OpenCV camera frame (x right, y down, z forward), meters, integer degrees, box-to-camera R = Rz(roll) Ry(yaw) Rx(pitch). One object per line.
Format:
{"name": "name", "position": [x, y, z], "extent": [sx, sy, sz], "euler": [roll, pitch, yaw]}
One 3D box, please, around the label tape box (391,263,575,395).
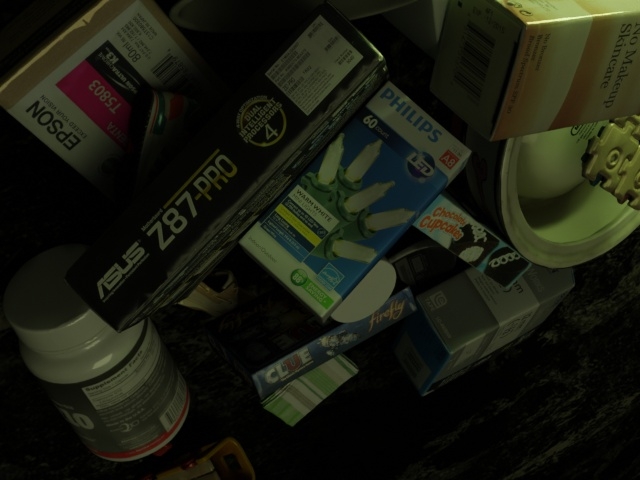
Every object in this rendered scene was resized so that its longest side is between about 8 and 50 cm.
{"name": "label tape box", "position": [0.302, 0.102, 1.693], "extent": [0.347, 0.115, 0.249], "euler": [-24, 161, -15]}

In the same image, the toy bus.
{"name": "toy bus", "position": [-0.200, 0.381, 1.631], "extent": [0.104, 0.202, 0.191], "euler": [-33, 142, -57]}

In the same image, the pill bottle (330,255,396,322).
{"name": "pill bottle", "position": [0.000, 0.000, 1.358], "extent": [0.121, 0.221, 0.121], "euler": [-20, 135, -21]}

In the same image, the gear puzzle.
{"name": "gear puzzle", "position": [0.458, -0.217, 1.406], "extent": [0.175, 0.044, 0.339], "euler": [23, 97, -42]}

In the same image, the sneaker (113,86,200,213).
{"name": "sneaker", "position": [-0.176, -0.090, 1.142], "extent": [0.075, 0.057, 0.161], "euler": [0, 123, -31]}

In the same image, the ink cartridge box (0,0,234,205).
{"name": "ink cartridge box", "position": [-0.229, -0.172, 1.141], "extent": [0.193, 0.088, 0.235], "euler": [-42, 140, 1]}

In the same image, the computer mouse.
{"name": "computer mouse", "position": [0.073, 0.051, 1.581], "extent": [0.272, 0.072, 0.188], "euler": [-22, 136, -4]}

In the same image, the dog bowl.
{"name": "dog bowl", "position": [0.357, -0.173, 1.480], "extent": [0.408, 0.150, 0.408], "euler": [-19, 126, -29]}

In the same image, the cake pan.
{"name": "cake pan", "position": [-0.012, -0.270, 1.060], "extent": [0.293, 0.293, 0.054], "euler": [-9, 92, -30]}

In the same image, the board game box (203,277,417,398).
{"name": "board game box", "position": [-0.016, 0.104, 1.395], "extent": [0.243, 0.165, 0.042], "euler": [-28, 119, -19]}

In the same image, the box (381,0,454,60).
{"name": "box", "position": [0.228, -0.398, 1.217], "extent": [0.345, 0.168, 0.215], "euler": [-27, 137, -13]}

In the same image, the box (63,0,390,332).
{"name": "box", "position": [-0.085, -0.080, 1.188], "extent": [0.395, 0.097, 0.318], "euler": [-46, 177, 8]}

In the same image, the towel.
{"name": "towel", "position": [-0.015, 0.241, 1.711], "extent": [0.152, 0.023, 0.113], "euler": [-42, 138, 3]}

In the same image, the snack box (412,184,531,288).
{"name": "snack box", "position": [0.152, -0.056, 1.447], "extent": [0.060, 0.187, 0.322], "euler": [-49, 138, 10]}

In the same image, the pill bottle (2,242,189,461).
{"name": "pill bottle", "position": [-0.283, 0.145, 1.325], "extent": [0.161, 0.161, 0.283], "euler": [-30, 138, -11]}

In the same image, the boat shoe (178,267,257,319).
{"name": "boat shoe", "position": [-0.142, 0.067, 1.434], "extent": [0.170, 0.063, 0.059], "euler": [19, 119, -44]}

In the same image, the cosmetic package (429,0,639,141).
{"name": "cosmetic package", "position": [0.291, -0.223, 1.192], "extent": [0.296, 0.129, 0.153], "euler": [-14, 133, -28]}

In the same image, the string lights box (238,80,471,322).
{"name": "string lights box", "position": [0.041, -0.044, 1.224], "extent": [0.260, 0.133, 0.077], "euler": [-48, 172, -6]}
